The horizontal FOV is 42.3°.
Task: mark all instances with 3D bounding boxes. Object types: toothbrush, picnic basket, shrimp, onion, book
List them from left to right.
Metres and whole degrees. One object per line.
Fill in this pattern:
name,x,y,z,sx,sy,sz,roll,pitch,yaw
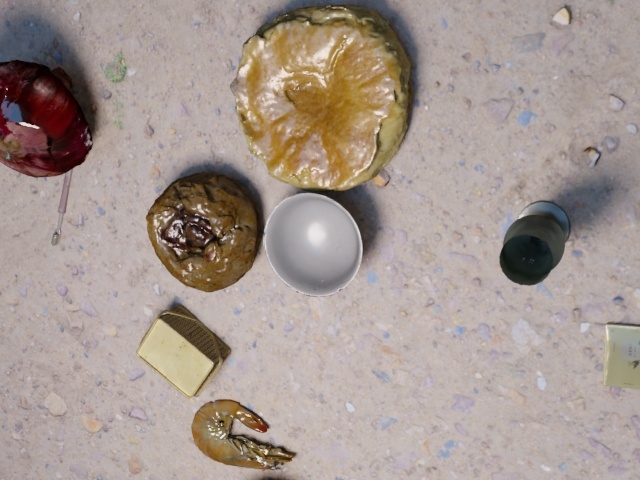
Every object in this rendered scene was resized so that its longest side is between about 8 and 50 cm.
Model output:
onion,-0.543,-0.243,1.570,0.252,0.219,0.252,23,154,12
toothbrush,-0.533,-0.075,1.712,0.014,0.017,0.194,21,110,10
picnic basket,-0.273,0.222,1.656,0.164,0.079,0.115,40,115,7
shrimp,-0.160,0.398,1.687,0.236,0.053,0.133,11,89,23
book,0.507,0.191,1.359,0.077,0.014,0.111,3,107,21

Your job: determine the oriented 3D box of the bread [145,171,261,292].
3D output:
bread,-0.224,-0.013,1.545,0.230,0.123,0.230,8,110,23

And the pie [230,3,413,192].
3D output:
pie,-0.001,-0.237,1.407,0.340,0.083,0.339,6,108,18

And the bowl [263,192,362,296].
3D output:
bowl,0.000,0.000,1.475,0.189,0.086,0.189,6,106,22

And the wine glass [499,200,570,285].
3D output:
wine glass,0.330,0.004,1.273,0.093,0.202,0.093,7,108,22
